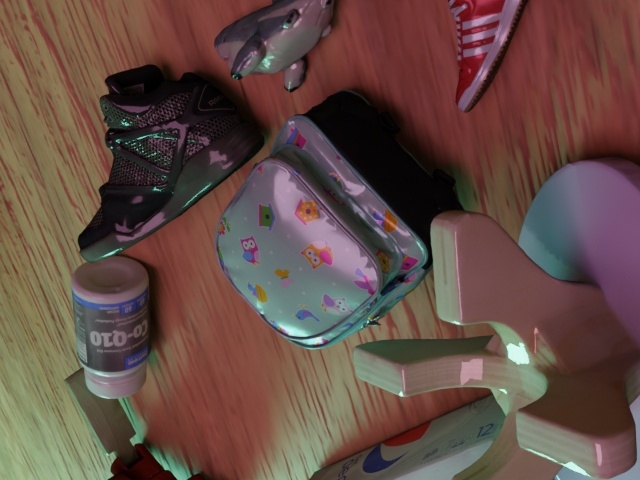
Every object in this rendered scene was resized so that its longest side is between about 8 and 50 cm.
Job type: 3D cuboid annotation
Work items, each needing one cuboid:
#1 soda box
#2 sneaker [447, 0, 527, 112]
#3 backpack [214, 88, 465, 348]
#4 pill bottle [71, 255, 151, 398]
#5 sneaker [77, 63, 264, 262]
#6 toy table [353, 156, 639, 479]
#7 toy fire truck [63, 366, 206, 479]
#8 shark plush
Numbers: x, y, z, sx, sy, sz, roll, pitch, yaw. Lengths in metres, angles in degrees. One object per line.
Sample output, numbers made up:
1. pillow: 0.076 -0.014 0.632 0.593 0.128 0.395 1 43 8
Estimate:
1. soda box: 0.094 0.238 0.853 0.286 0.091 0.098 -35 96 38
2. sneaker: 0.106 -0.156 0.660 0.067 0.042 0.119 26 118 10
3. backpack: 0.000 0.000 0.743 0.166 0.144 0.188 45 138 5
4. pill bottle: -0.217 0.093 0.955 0.078 0.078 0.137 17 124 20
5. sneaker: -0.165 -0.074 0.832 0.227 0.087 0.130 -36 94 35
6. toy table: 0.155 0.089 0.644 0.252 0.160 0.275 -10 92 60
7. toy fire truck: -0.236 0.283 0.999 0.246 0.217 0.159 44 130 19
8. shark plush: -0.029 -0.185 0.715 0.161 0.073 0.067 -49 58 43
